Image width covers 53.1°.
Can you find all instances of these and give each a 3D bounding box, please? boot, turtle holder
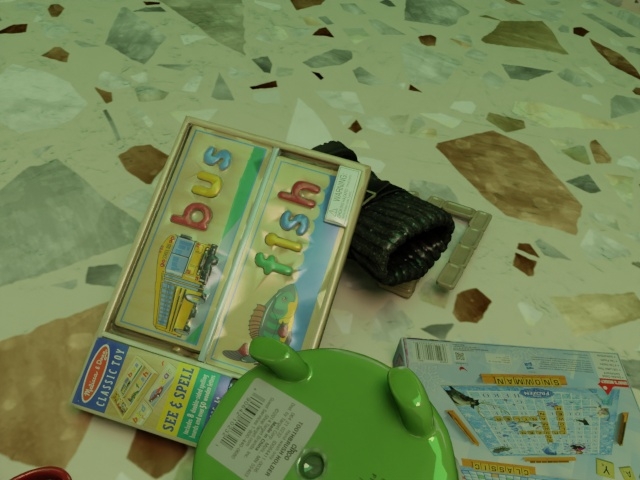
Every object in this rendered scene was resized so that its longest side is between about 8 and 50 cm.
[{"bbox_3d":[0.001,-0.003,0.949,0.348,0.131,0.260,-34,56,-21],"label":"boot"},{"bbox_3d":[0.045,0.242,0.628,0.320,0.227,0.243,-6,55,16],"label":"turtle holder"}]

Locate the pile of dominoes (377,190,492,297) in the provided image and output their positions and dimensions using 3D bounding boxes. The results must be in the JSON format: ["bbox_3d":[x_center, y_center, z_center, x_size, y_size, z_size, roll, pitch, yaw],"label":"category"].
[{"bbox_3d":[0.163,0.000,1.087,0.196,0.040,0.251,21,39,19],"label":"pile of dominoes"}]

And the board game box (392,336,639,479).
[{"bbox_3d":[0.262,0.277,0.800,0.318,0.066,0.318,5,45,-5],"label":"board game box"}]

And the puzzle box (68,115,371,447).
[{"bbox_3d":[-0.118,0.055,0.828,0.272,0.052,0.409,15,74,6],"label":"puzzle box"}]

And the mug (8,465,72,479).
[{"bbox_3d":[-0.307,0.317,0.634,0.169,0.113,0.150,-8,15,-20],"label":"mug"}]
